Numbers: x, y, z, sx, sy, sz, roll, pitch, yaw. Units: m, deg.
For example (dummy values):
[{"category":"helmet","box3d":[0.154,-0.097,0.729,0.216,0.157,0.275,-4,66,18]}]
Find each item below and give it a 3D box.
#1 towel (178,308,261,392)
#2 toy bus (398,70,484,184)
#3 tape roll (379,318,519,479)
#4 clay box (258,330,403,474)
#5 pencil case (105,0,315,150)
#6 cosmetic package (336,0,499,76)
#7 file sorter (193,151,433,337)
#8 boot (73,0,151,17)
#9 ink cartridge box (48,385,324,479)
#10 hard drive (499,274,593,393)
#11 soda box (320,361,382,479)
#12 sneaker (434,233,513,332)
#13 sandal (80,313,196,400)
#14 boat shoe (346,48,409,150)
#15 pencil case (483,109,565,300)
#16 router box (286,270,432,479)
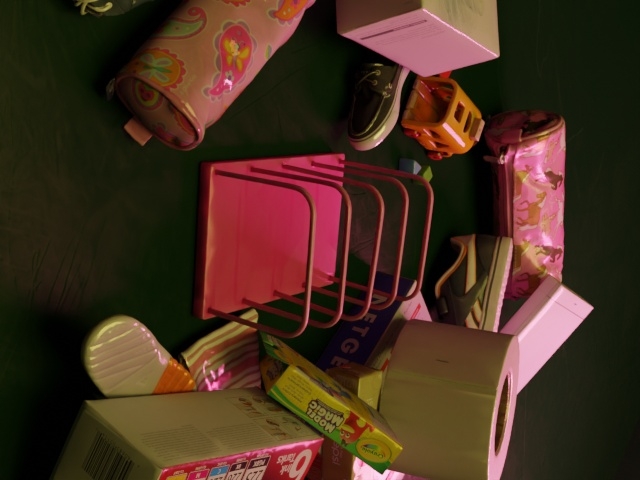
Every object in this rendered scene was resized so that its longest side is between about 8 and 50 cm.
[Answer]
[{"category":"towel","box3d":[-0.127,0.203,1.184,0.144,0.029,0.197,-33,130,-46]},{"category":"toy bus","box3d":[0.223,-0.197,1.491,0.202,0.104,0.190,-38,130,-42]},{"category":"tape roll","box3d":[0.205,0.254,1.368,0.246,0.169,0.246,7,90,-69]},{"category":"clay box","box3d":[-0.001,0.211,1.168,0.222,0.127,0.053,37,91,-12]},{"category":"pencil case","box3d":[-0.115,-0.229,0.996,0.284,0.124,0.124,-57,141,-25]},{"category":"cosmetic package","box3d":[0.138,-0.375,1.223,0.225,0.138,0.224,10,75,-54]},{"category":"file sorter","box3d":[0.000,0.000,1.172,0.291,0.182,0.202,-12,111,-53]},{"category":"boot","box3d":[-0.232,-0.254,0.854,0.190,0.069,0.086,-37,127,-45]},{"category":"ink cartridge box","box3d":[-0.175,0.322,1.014,0.309,0.130,0.271,9,110,-58]},{"category":"hard drive","box3d":[0.405,0.240,1.815,0.353,0.047,0.233,-51,146,10]},{"category":"soda box","box3d":[0.046,0.276,1.293,0.061,0.058,0.181,-7,105,-51]},{"category":"sneaker","box3d":[0.273,0.142,1.646,0.126,0.128,0.321,54,47,-69]},{"category":"sandal","box3d":[-0.216,0.144,0.994,0.102,0.076,0.265,-41,149,-20]},{"category":"boat shoe","box3d":[0.086,-0.244,1.308,0.076,0.080,0.228,45,63,-44]},{"category":"pencil case","box3d":[0.408,-0.068,1.756,0.160,0.167,0.386,-106,-174,-61]},{"category":"router box","box3d":[0.091,0.273,1.481,0.335,0.082,0.301,-55,140,-29]}]
